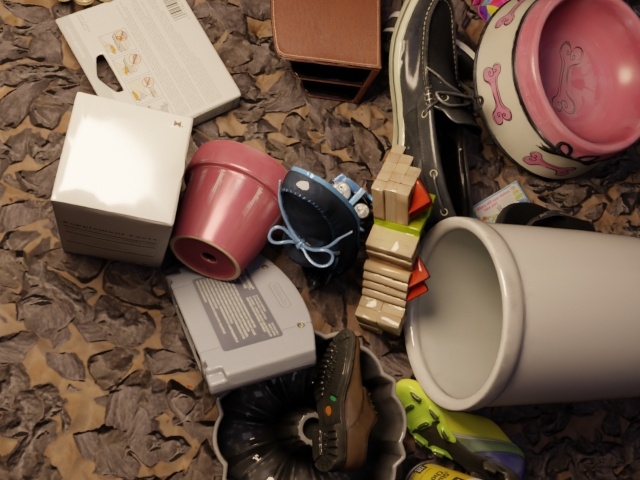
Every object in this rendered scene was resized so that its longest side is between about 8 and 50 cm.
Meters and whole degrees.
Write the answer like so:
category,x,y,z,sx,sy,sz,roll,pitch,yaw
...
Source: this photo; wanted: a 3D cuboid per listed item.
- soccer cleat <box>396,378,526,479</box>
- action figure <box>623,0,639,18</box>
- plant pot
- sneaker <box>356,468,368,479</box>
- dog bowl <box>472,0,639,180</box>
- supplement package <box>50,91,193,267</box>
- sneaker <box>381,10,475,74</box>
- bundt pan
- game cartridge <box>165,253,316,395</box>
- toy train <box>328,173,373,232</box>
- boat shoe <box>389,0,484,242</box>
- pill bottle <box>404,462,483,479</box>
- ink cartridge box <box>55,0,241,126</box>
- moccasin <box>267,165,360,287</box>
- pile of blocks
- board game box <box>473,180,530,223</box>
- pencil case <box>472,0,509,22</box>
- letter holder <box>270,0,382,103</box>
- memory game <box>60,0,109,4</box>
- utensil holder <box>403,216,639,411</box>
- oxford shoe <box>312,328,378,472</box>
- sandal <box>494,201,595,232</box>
category,x,y,z,sx,sy,sz,roll,pitch,yaw
soccer cleat,0.254,0.346,1.350,0.289,0.093,0.121,38,39,1
action figure,0.661,-0.642,1.649,0.341,0.178,0.330,46,40,-4
plant pot,-0.159,-0.040,1.247,0.201,0.201,0.180,28,59,-7
sneaker,0.119,0.429,1.300,0.098,0.038,0.069,38,70,-4
dog bowl,0.523,-0.335,1.512,0.408,0.150,0.407,2,86,-24
supplement package,-0.317,-0.083,1.177,0.175,0.293,0.177,12,72,-13
sneaker,0.216,-0.374,1.527,0.217,0.079,0.121,29,73,2
bundt pan,-0.027,0.319,1.243,0.331,0.124,0.330,4,75,-14
game cartridge,-0.127,0.125,1.212,0.198,0.062,0.297,-10,34,-20
toy train,0.054,-0.071,1.344,0.105,0.184,0.080,40,94,-1
boat shoe,0.226,-0.238,1.385,0.187,0.156,0.499,7,85,-53
pill bottle,0.232,0.446,1.240,0.103,0.184,0.103,1,88,-35
ink cartridge box,-0.318,-0.329,1.368,0.239,0.060,0.275,-28,84,-19
moccasin,0.000,0.000,1.227,0.138,0.342,0.116,31,76,25
pile of blocks,0.150,0.017,1.284,0.113,0.362,0.149,18,34,18
board game box,0.368,-0.044,1.503,0.154,0.026,0.103,-29,85,-21
pencil case,0.442,-0.574,1.629,0.104,0.104,0.236,42,68,-2
letter holder,-0.003,-0.450,1.442,0.215,0.152,0.301,4,74,-13
memory game,-0.438,-0.510,1.376,0.186,0.012,0.186,3,59,-4
utensil holder,0.391,0.133,1.296,0.386,0.327,0.327,4,74,-21
oxford shoe,0.045,0.258,1.183,0.096,0.083,0.227,16,71,-32
sandal,0.464,-0.025,1.484,0.255,0.054,0.097,5,88,-23
